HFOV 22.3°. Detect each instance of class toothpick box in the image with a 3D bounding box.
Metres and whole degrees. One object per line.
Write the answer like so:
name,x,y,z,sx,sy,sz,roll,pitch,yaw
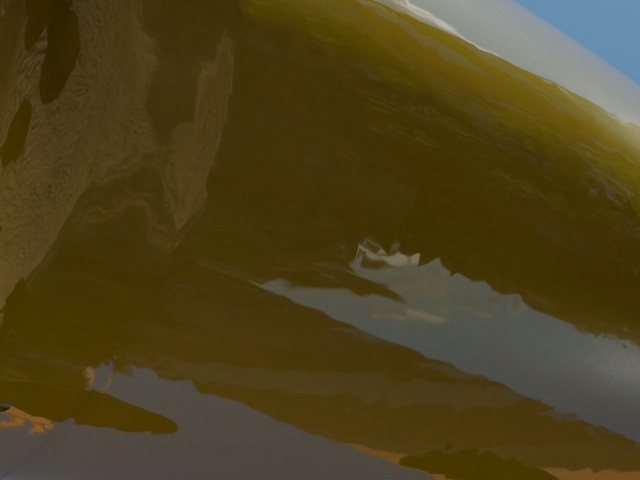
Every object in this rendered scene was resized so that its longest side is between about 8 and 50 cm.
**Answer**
toothpick box,0.000,0.000,0.449,0.175,0.271,0.175,-30,-129,45
